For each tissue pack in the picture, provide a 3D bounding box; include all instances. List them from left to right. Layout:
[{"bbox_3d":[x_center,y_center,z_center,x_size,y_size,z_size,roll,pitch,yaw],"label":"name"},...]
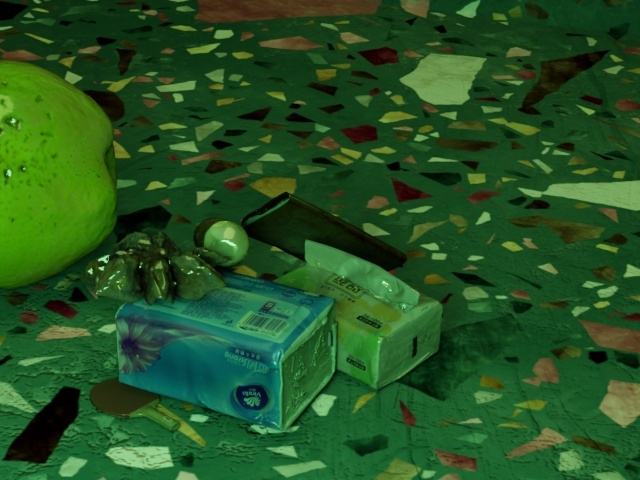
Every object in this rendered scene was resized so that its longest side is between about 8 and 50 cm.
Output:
[{"bbox_3d":[-0.130,0.145,2.162,0.263,0.146,0.198,12,28,21],"label":"tissue pack"},{"bbox_3d":[0.047,0.095,2.273,0.229,0.145,0.159,24,35,35],"label":"tissue pack"}]

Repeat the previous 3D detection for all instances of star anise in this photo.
[{"bbox_3d":[-0.240,0.041,2.123,0.212,0.073,0.197,17,29,42],"label":"star anise"}]

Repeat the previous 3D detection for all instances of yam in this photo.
[{"bbox_3d":[-0.154,0.001,2.355,0.081,0.081,0.357,-1,0,-7],"label":"yam"}]

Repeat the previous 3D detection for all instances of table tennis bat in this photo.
[{"bbox_3d":[-0.256,0.231,2.138,0.156,0.013,0.087,22,32,35],"label":"table tennis bat"}]

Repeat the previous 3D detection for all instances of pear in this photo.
[{"bbox_3d":[-0.490,-0.105,2.391,0.391,0.391,0.391,2,28,-1],"label":"pear"}]

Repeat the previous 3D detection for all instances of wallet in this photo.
[{"bbox_3d":[0.000,0.000,2.386,0.255,0.137,0.031,27,56,-35],"label":"wallet"}]
